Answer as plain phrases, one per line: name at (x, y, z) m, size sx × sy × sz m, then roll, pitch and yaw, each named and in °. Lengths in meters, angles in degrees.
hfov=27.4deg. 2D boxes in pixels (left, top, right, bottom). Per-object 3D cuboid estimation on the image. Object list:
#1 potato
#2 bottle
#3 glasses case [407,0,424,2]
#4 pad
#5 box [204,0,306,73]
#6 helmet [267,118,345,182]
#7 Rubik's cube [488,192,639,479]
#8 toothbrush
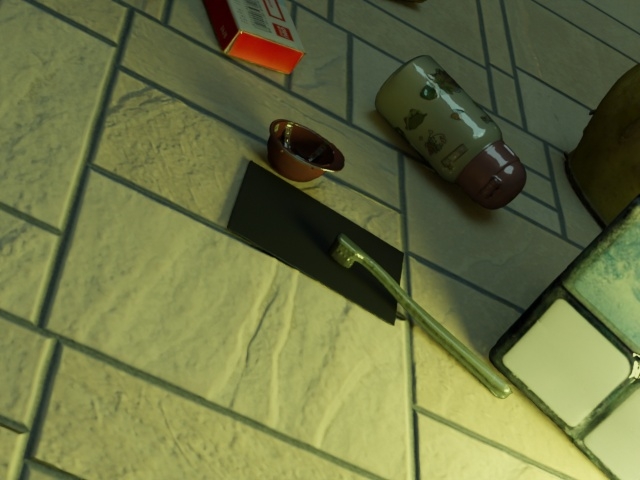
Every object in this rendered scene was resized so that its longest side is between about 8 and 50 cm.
potato at (0.625, -0.119, 2.177) m, size 0.397 × 0.296 × 0.290 m, roll 42°, pitch 34°, yaw 10°
bottle at (0.202, -0.154, 1.963) m, size 0.253 × 0.120 × 0.120 m, roll 49°, pitch 34°, yaw 15°
glasses case at (0.097, -0.480, 2.323) m, size 0.234 × 0.064 × 0.079 m, roll 12°, pitch 47°, yaw -36°
pad at (0.000, 0.000, 1.672) m, size 0.245 × 0.006 × 0.170 m, roll 30°, pitch 33°, yaw -12°
box at (-0.111, -0.350, 1.967) m, size 0.123 × 0.050 × 0.229 m, roll 14°, pitch 38°, yaw -35°
helmet at (-0.029, -0.105, 1.728) m, size 0.111 × 0.057 × 0.089 m, roll 29°, pitch 29°, yaw -5°
Rubik's cube at (0.462, 0.111, 1.693) m, size 0.313 × 0.318 × 0.316 m, roll 44°, pitch 31°, yaw 9°
toothbrush at (0.127, 0.097, 1.647) m, size 0.297 × 0.030 × 0.030 m, roll 41°, pitch 22°, yaw 1°
